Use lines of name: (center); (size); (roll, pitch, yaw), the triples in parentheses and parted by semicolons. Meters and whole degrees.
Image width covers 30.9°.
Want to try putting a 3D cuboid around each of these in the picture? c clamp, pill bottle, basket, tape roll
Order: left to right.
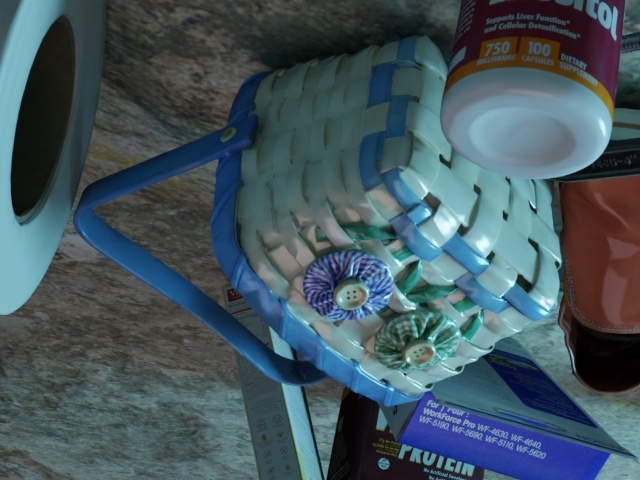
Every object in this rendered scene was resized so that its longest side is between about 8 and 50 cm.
tape roll: (-0.246, -0.090, 0.709); (0.169, 0.246, 0.246); (12, 153, -1)
basket: (0.000, 0.000, 0.819); (0.289, 0.201, 0.255); (-21, 133, 38)
pill bottle: (0.115, -0.116, 0.605); (0.086, 0.152, 0.086); (10, 153, 5)
c clamp: (0.173, -0.100, 0.715); (0.161, 0.022, 0.137); (-13, 111, 47)

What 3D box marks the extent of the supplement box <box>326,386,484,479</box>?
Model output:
supplement box: (0.089, 0.236, 1.245); (0.129, 0.194, 0.191); (15, 153, -6)

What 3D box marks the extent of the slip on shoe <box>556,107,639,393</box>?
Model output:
slip on shoe: (0.231, 0.017, 0.867); (0.123, 0.101, 0.331); (9, 150, 14)

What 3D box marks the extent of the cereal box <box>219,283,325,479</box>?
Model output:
cereal box: (-0.039, 0.177, 1.146); (0.047, 0.240, 0.173); (-17, 148, 3)

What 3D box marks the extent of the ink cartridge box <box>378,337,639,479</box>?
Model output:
ink cartridge box: (0.130, 0.133, 0.984); (0.165, 0.065, 0.332); (18, -173, -8)
